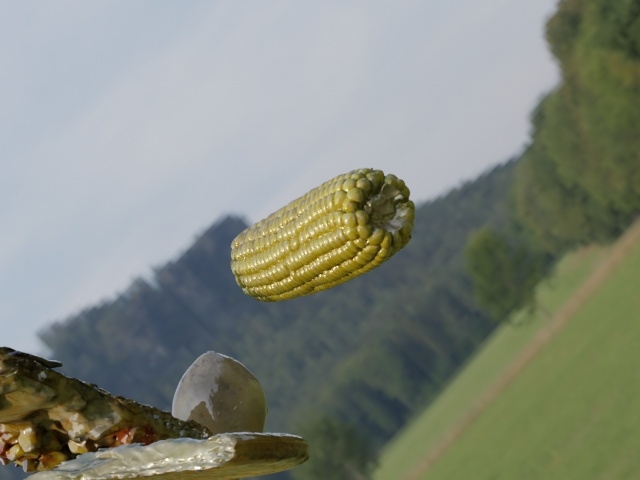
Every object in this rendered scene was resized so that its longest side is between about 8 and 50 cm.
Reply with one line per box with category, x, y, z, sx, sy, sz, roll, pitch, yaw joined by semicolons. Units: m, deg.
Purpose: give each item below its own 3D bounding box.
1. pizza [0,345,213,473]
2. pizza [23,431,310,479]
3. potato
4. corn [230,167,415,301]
pizza;-0.224;0.182;1.681;0.288;0.251;0.074;72;-152;-66
pizza;-0.128;0.186;1.466;0.262;0.034;0.181;-9;-11;20
potato;-0.110;0.196;1.875;0.112;0.112;0.147;69;-149;-81
corn;0.000;0.000;1.647;0.093;0.093;0.244;-41;8;-32
